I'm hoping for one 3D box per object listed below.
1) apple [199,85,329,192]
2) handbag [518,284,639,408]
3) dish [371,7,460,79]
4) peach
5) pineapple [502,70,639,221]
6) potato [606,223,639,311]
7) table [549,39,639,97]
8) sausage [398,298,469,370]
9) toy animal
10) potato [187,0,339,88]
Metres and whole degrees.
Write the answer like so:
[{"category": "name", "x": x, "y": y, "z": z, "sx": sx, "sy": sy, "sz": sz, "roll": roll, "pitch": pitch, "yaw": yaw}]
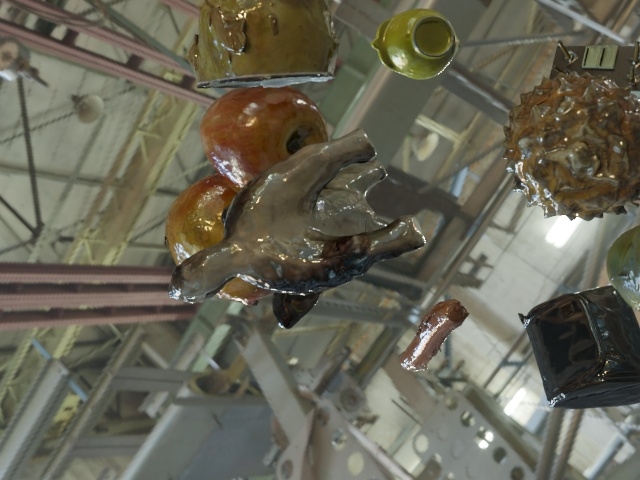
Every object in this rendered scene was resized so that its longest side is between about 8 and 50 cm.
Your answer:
[{"category": "apple", "x": -0.120, "y": -0.246, "z": 1.860, "sx": 0.301, "sy": 0.301, "sz": 0.301, "roll": -38, "pitch": -30, "yaw": -26}, {"category": "handbag", "x": 0.665, "y": 0.257, "z": 1.936, "sx": 0.275, "sy": 0.301, "sz": 0.178, "roll": -4, "pitch": -38, "yaw": -1}, {"category": "dish", "x": 0.214, "y": -0.415, "z": 1.603, "sx": 0.208, "sy": 0.080, "sz": 0.148, "roll": -7, "pitch": -88, "yaw": -20}, {"category": "peach", "x": -0.228, "y": -0.002, "z": 2.051, "sx": 0.372, "sy": 0.373, "sz": 0.290, "roll": -48, "pitch": -3, "yaw": -8}, {"category": "pineapple", "x": 0.270, "y": -0.100, "z": 0.813, "sx": 0.166, "sy": 0.166, "sz": 0.193, "roll": -62, "pitch": -2, "yaw": 21}, {"category": "potato", "x": 0.567, "y": 0.047, "z": 1.291, "sx": 0.248, "sy": 0.144, "sz": 0.169, "roll": 164, "pitch": 112, "yaw": -83}, {"category": "table", "x": 0.686, "y": -0.433, "z": 1.905, "sx": 0.111, "sy": 0.240, "sz": 0.121, "roll": 29, "pitch": -107, "yaw": -56}, {"category": "sausage", "x": 0.241, "y": 0.220, "z": 1.716, "sx": 0.078, "sy": 0.078, "sz": 0.304, "roll": -32, "pitch": -21, "yaw": -34}, {"category": "toy animal", "x": -0.031, "y": 0.000, "z": 1.019, "sx": 0.303, "sy": 0.194, "sz": 0.344, "roll": -27, "pitch": -9, "yaw": 6}, {"category": "potato", "x": -0.098, "y": -0.355, "z": 1.297, "sx": 0.247, "sy": 0.300, "sz": 0.196, "roll": -6, "pitch": -82, "yaw": -26}]
